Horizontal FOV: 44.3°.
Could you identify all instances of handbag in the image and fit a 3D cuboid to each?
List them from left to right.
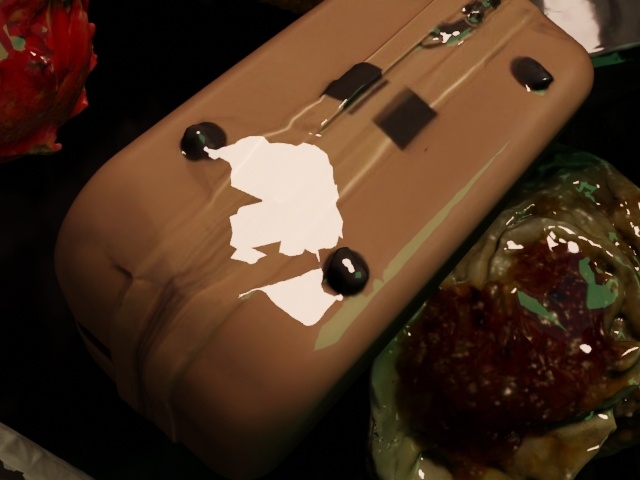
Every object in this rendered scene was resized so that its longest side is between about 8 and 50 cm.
[{"bbox_3d":[0.000,0.000,0.471,0.149,0.283,0.302,38,61,11],"label":"handbag"}]

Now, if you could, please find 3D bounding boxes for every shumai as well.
[{"bbox_3d":[0.150,0.074,0.725,0.289,0.292,0.329,-10,81,-21],"label":"shumai"}]

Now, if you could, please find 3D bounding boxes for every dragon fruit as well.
[{"bbox_3d":[-0.159,-0.113,0.387,0.153,0.111,0.153,20,63,-47],"label":"dragon fruit"}]

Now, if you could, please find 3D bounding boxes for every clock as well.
[{"bbox_3d":[0.176,-0.136,0.689,0.325,0.325,0.067,-8,81,-56],"label":"clock"}]

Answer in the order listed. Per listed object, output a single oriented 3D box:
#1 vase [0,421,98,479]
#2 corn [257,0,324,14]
[{"bbox_3d":[-0.166,0.104,0.350,0.211,0.060,0.059,47,45,-36],"label":"vase"},{"bbox_3d":[-0.038,-0.202,0.493,0.305,0.106,0.106,13,66,-20],"label":"corn"}]
